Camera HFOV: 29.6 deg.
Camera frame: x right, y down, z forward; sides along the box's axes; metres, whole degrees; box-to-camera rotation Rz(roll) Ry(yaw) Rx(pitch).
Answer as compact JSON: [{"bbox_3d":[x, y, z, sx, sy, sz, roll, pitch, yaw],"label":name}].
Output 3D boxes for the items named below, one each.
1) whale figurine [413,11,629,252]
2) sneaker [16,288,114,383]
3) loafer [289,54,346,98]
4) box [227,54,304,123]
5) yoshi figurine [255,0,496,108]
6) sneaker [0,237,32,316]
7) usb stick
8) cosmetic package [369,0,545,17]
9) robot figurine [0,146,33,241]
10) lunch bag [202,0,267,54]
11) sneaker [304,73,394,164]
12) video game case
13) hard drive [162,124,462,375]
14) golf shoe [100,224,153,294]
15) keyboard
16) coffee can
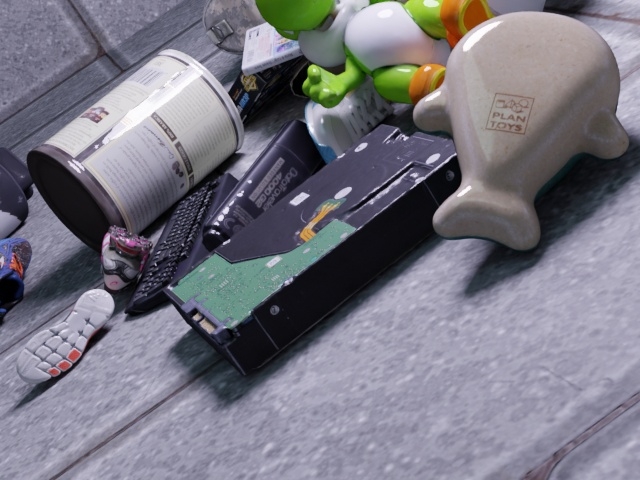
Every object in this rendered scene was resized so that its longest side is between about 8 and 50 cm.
[{"bbox_3d":[0.198,-0.097,1.210,0.216,0.141,0.272,10,62,18],"label":"whale figurine"},{"bbox_3d":[-0.329,0.133,1.572,0.158,0.061,0.065,-44,-4,-28],"label":"sneaker"},{"bbox_3d":[0.037,-0.269,1.875,0.087,0.094,0.251,-51,17,-28],"label":"loafer"},{"bbox_3d":[-0.068,-0.298,2.041,0.220,0.051,0.175,-46,0,-30],"label":"box"},{"bbox_3d":[0.040,-0.286,1.575,0.203,0.203,0.362,-32,39,-31],"label":"yoshi figurine"},{"bbox_3d":[-0.506,0.069,1.939,0.087,0.083,0.221,-11,33,18],"label":"sneaker"},{"bbox_3d":[-0.068,-0.066,1.581,0.045,0.077,0.278,-37,13,42],"label":"usb stick"},{"bbox_3d":[0.141,-0.426,1.706,0.385,0.156,0.217,20,91,44],"label":"cosmetic package"},{"bbox_3d":[-0.670,-0.054,2.306,0.173,0.209,0.278,16,49,36],"label":"robot figurine"},{"bbox_3d":[-0.075,-0.499,2.358,0.256,0.212,0.305,-18,24,33],"label":"lunch bag"},{"bbox_3d":[0.045,-0.179,1.654,0.092,0.087,0.228,-17,29,25],"label":"sneaker"},{"bbox_3d":[-0.053,-0.320,1.906,0.143,0.019,0.157,-19,30,11],"label":"video game case"},{"bbox_3d":[0.000,0.000,1.349,0.339,0.064,0.237,-37,21,-12],"label":"hard drive"},{"bbox_3d":[-0.280,0.027,1.692,0.186,0.067,0.086,-132,66,-84],"label":"golf shoe"},{"bbox_3d":[-0.160,-0.017,1.669,0.201,0.033,0.317,-26,23,18],"label":"keyboard"},{"bbox_3d":[-0.282,-0.137,1.873,0.275,0.201,0.201,-43,23,-25],"label":"coffee can"}]
